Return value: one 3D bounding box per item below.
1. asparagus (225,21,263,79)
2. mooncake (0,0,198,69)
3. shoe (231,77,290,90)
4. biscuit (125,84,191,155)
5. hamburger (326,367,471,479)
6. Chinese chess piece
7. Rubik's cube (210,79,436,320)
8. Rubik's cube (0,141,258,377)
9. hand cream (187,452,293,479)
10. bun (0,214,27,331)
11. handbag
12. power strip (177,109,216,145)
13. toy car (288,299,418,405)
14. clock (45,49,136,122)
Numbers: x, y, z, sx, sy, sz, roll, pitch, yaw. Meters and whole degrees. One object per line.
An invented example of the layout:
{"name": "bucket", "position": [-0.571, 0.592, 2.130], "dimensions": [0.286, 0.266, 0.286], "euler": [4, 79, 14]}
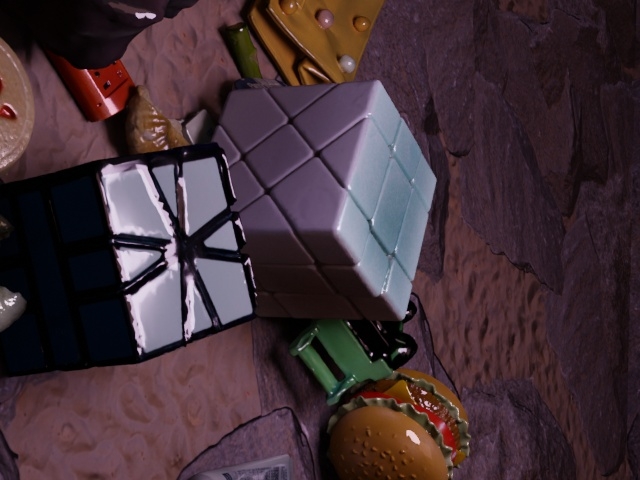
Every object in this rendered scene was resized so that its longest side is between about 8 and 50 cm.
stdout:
{"name": "asparagus", "position": [-0.139, -0.340, 2.135], "dimensions": [0.045, 0.041, 0.178], "euler": [-30, 126, -17]}
{"name": "mooncake", "position": [-0.340, -0.452, 1.691], "dimensions": [0.351, 0.212, 0.381], "euler": [54, 44, -1]}
{"name": "shoe", "position": [-0.099, -0.254, 2.127], "dimensions": [0.207, 0.091, 0.106], "euler": [-7, 127, -47]}
{"name": "biscuit", "position": [-0.271, -0.172, 1.861], "dimensions": [0.118, 0.061, 0.183], "euler": [-71, 154, -19]}
{"name": "hamburger", "position": [0.144, 0.400, 2.139], "dimensions": [0.212, 0.274, 0.274], "euler": [-48, 120, -51]}
{"name": "Chinese chess piece", "position": [-0.516, -0.192, 1.528], "dimensions": [0.251, 0.097, 0.251], "euler": [16, 69, -51]}
{"name": "Rubik's cube", "position": [-0.010, -0.063, 1.956], "dimensions": [0.316, 0.318, 0.322], "euler": [51, 46, -50]}
{"name": "Rubik's cube", "position": [-0.299, 0.025, 1.614], "dimensions": [0.293, 0.283, 0.288], "euler": [-13, 92, -58]}
{"name": "hand cream", "position": [-0.138, 0.442, 1.931], "dimensions": [0.340, 0.077, 0.124], "euler": [16, 68, -60]}
{"name": "bun", "position": [-0.494, 0.051, 1.473], "dimensions": [0.204, 0.126, 0.212], "euler": [27, 51, -18]}
{"name": "handbag", "position": [0.001, -0.507, 2.305], "dimensions": [0.283, 0.133, 0.401], "euler": [47, 46, -30]}
{"name": "power strip", "position": [-0.200, -0.146, 2.005], "dimensions": [0.081, 0.035, 0.192], "euler": [-50, 122, -47]}
{"name": "toy car", "position": [0.065, 0.151, 2.170], "dimensions": [0.213, 0.176, 0.359], "euler": [53, 19, -16]}
{"name": "clock", "position": [-0.366, -0.283, 1.791], "dimensions": [0.155, 0.061, 0.113], "euler": [63, 38, -26]}
